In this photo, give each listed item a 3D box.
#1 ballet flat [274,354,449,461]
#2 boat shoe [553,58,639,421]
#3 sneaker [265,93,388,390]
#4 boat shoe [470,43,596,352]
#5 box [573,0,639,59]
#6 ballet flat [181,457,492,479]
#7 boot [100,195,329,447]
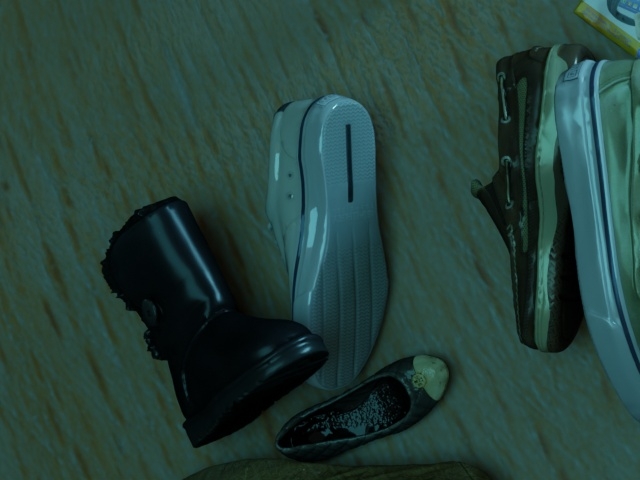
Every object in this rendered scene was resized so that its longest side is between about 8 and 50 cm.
[{"bbox_3d":[0.038,0.152,1.699,0.173,0.049,0.057,-30,80,21],"label":"ballet flat"},{"bbox_3d":[0.261,0.001,1.544,0.094,0.109,0.302,-8,103,33],"label":"boat shoe"},{"bbox_3d":[0.000,0.000,1.705,0.091,0.094,0.258,8,97,51],"label":"sneaker"},{"bbox_3d":[0.175,-0.035,1.621,0.095,0.095,0.257,1,79,26],"label":"boat shoe"},{"bbox_3d":[0.281,-0.220,1.604,0.081,0.028,0.136,39,107,18],"label":"box"},{"bbox_3d":[-0.012,0.255,1.677,0.342,0.124,0.116,-3,106,23],"label":"ballet flat"},{"bbox_3d":[-0.102,0.055,1.685,0.207,0.094,0.246,63,153,9],"label":"boot"}]
